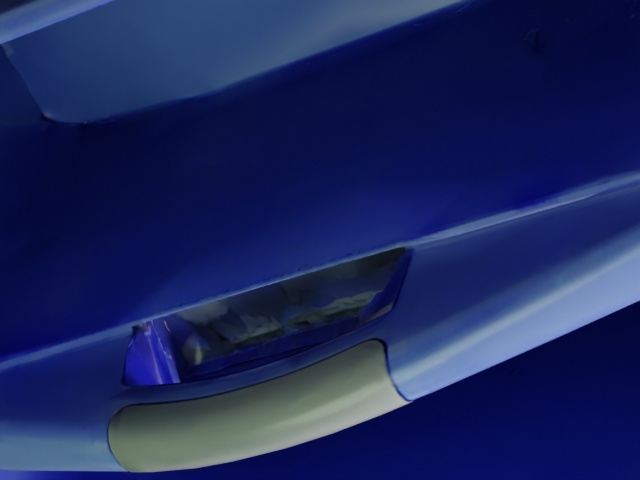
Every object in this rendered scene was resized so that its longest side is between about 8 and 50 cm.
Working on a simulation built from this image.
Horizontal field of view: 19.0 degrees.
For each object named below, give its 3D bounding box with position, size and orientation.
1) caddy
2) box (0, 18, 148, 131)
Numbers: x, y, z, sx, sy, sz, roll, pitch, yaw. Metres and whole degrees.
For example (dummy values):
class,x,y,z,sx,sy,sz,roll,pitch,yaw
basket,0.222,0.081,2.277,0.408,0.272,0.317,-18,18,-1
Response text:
class,x,y,z,sx,sy,sz,roll,pitch,yaw
caddy,0.000,0.000,0.580,0.341,0.179,0.241,-17,121,28
box,-0.132,-0.023,0.731,0.201,0.021,0.164,-5,127,19
